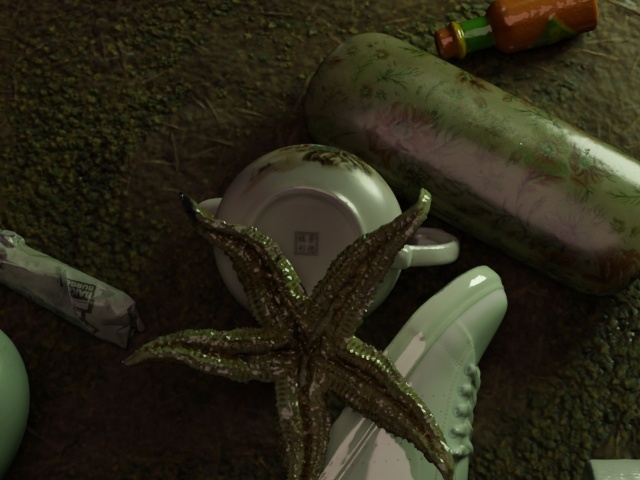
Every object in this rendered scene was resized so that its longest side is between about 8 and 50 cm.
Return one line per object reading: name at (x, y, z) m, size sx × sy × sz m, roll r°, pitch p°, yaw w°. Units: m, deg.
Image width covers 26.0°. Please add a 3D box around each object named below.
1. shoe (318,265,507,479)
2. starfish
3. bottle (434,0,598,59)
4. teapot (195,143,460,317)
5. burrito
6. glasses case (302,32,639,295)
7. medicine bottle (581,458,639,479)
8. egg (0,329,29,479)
shoe at (0.109, 0.200, 1.415) m, size 0.160 × 0.132 × 0.363 m, roll 37°, pitch 80°, yaw 15°
starfish at (-0.027, 0.118, 1.370) m, size 0.347 × 0.078 × 0.358 m, roll 5°, pitch 82°, yaw 13°
bottle at (0.223, -0.250, 1.602) m, size 0.187 × 0.069 × 0.069 m, roll -16°, pitch 70°, yaw -1°
teapot at (0.000, 0.000, 1.489) m, size 0.298 × 0.139 × 0.204 m, roll 11°, pitch 98°, yaw 4°
burrito at (-0.286, 0.050, 1.521) m, size 0.203 × 0.064 × 0.064 m, roll 29°, pitch 74°, yaw 11°
glasses case at (0.179, -0.088, 1.527) m, size 0.425 × 0.098 × 0.156 m, roll 29°, pitch 77°, yaw 12°
medicine bottle at (0.387, 0.280, 1.365) m, size 0.252 × 0.144 × 0.144 m, roll 3°, pitch 71°, yaw 5°
egg at (-0.404, 0.199, 1.409) m, size 0.183 × 0.183 × 0.264 m, roll 26°, pitch 81°, yaw 11°
